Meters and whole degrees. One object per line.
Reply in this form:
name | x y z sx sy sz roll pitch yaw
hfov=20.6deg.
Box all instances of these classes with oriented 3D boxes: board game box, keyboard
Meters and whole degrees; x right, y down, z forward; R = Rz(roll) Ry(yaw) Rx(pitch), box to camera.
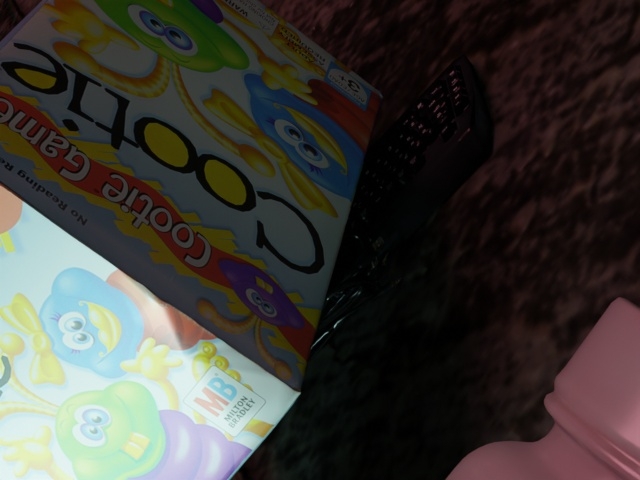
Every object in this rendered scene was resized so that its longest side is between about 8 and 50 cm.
board game box | -0.083 0.000 0.670 0.144 0.142 0.275 -50 9 23
keyboard | 0.000 0.000 0.776 0.192 0.038 0.100 -48 28 22

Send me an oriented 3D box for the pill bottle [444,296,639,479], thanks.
pill bottle | 0.058 0.126 0.444 0.208 0.119 0.119 -56 26 4
